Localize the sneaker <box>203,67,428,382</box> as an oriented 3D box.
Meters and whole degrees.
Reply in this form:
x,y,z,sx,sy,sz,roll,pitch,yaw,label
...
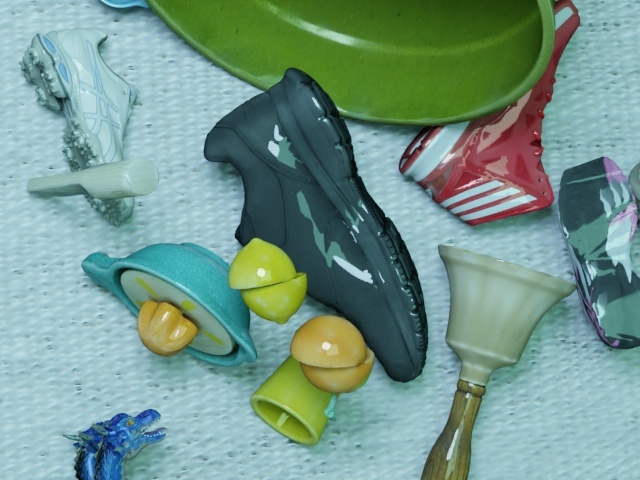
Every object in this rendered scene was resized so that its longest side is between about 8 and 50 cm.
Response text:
x,y,z,sx,sy,sz,roll,pitch,yaw,label
0.000,0.000,1.362,0.130,0.109,0.286,-27,92,8,sneaker

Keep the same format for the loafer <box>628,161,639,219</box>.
x,y,z,sx,sy,sz,roll,pitch,yaw,label
0.397,0.012,1.437,0.268,0.092,0.102,27,41,9,loafer

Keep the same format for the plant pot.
x,y,z,sx,sy,sz,roll,pitch,yaw,label
0.061,-0.343,1.328,0.366,0.366,0.353,24,64,-6,plant pot

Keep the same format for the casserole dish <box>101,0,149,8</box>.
x,y,z,sx,sy,sz,roll,pitch,yaw,label
-0.183,-0.287,1.403,0.114,0.037,0.188,-29,87,-15,casserole dish

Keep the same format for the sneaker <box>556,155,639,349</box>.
x,y,z,sx,sy,sz,roll,pitch,yaw,label
0.248,0.016,1.415,0.072,0.077,0.178,-5,76,-3,sneaker

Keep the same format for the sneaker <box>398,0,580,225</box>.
x,y,z,sx,sy,sz,roll,pitch,yaw,label
0.183,-0.105,1.432,0.128,0.087,0.221,44,86,-10,sneaker

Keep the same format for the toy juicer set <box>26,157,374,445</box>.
x,y,z,sx,sy,sz,roll,pitch,yaw,label
-0.103,0.044,1.263,0.329,0.209,0.089,38,66,-6,toy juicer set

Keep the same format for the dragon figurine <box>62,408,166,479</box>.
x,y,z,sx,sy,sz,roll,pitch,yaw,label
-0.218,0.261,1.266,0.289,0.085,0.144,-42,90,-16,dragon figurine

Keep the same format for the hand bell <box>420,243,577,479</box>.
x,y,z,sx,sy,sz,roll,pitch,yaw,label
0.126,0.136,1.367,0.126,0.126,0.242,18,89,-8,hand bell

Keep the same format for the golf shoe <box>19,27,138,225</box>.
x,y,z,sx,sy,sz,roll,pitch,yaw,label
-0.185,-0.104,1.356,0.086,0.069,0.176,-23,91,-29,golf shoe
